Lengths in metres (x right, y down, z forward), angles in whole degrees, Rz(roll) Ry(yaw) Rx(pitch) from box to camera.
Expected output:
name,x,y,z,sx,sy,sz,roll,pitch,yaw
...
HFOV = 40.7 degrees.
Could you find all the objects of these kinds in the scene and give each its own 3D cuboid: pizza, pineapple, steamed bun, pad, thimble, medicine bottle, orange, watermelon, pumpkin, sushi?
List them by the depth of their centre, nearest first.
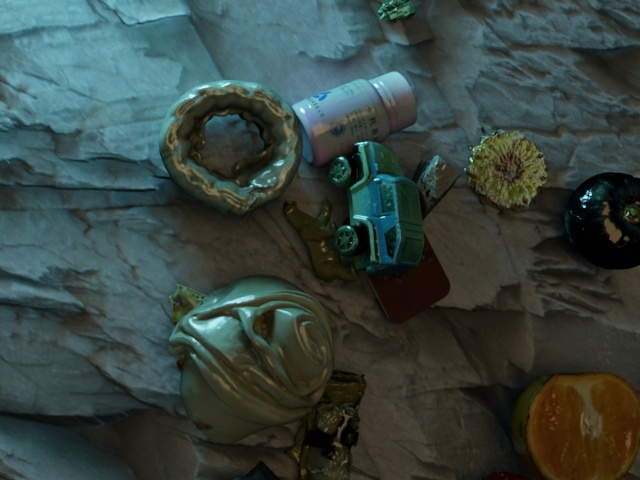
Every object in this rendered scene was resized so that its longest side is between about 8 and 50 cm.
name,x,y,z,sx,sy,sz,roll,pitch,yaw
steamed bun,-0.115,0.220,1.699,0.324,0.219,0.309,-17,87,-32
thimble,-0.185,-0.186,1.796,0.292,0.195,0.291,0,89,-10
pizza,-0.217,0.218,1.814,0.189,0.071,0.296,-19,89,-13
sushi,0.013,0.416,1.820,0.139,0.131,0.290,12,90,-13
watermelon,0.237,-0.113,1.859,0.094,0.241,0.154,35,75,1
orange,0.550,0.408,1.875,0.274,0.310,0.274,1,92,31
medicine bottle,0.072,-0.268,1.879,0.255,0.152,0.152,-23,90,-12
pad,0.173,0.037,1.938,0.181,0.004,0.267,-28,92,-21
pumpkin,0.678,-0.045,1.989,0.233,0.163,0.233,2,83,-14
pineapple,0.432,-0.169,2.005,0.221,0.047,0.221,1,84,-11

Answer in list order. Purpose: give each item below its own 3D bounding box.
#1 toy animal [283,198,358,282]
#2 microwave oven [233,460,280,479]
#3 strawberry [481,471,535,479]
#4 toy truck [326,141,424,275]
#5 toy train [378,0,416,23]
name,x,y,z,sx,sy,sz,roll,pitch,yaw
toy animal,0.000,0.000,1.881,0.101,0.103,0.218,-24,95,10
microwave oven,-0.165,0.705,1.698,0.432,0.236,0.374,-43,94,-13
strawberry,0.437,0.621,1.819,0.277,0.257,0.257,4,82,30
toy truck,0.121,-0.067,1.819,0.156,0.155,0.278,-10,80,32
toy train,0.175,-0.530,1.987,0.083,0.033,0.053,-28,95,-13
